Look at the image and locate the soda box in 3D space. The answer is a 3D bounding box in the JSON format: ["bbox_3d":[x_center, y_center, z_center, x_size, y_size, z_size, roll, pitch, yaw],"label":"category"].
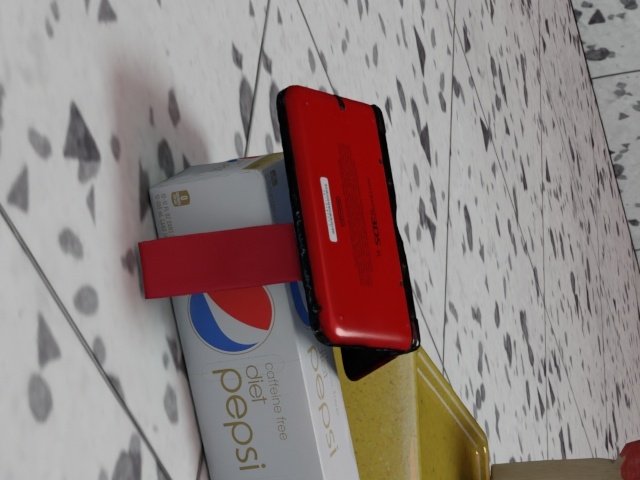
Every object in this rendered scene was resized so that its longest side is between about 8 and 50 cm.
[{"bbox_3d":[-0.034,0.063,0.970,0.074,0.069,0.216,-40,119,-72],"label":"soda box"}]

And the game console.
[{"bbox_3d":[0.000,0.000,0.957,0.124,0.085,0.144,9,67,-51],"label":"game console"}]

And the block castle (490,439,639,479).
[{"bbox_3d":[0.265,0.336,1.405,0.453,0.212,0.303,59,27,-73],"label":"block castle"}]

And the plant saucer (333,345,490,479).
[{"bbox_3d":[0.064,0.219,1.216,0.333,0.081,0.333,51,33,-60],"label":"plant saucer"}]

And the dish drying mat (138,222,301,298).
[{"bbox_3d":[-0.053,0.011,0.908,0.008,0.083,0.032,130,-47,-80],"label":"dish drying mat"}]
